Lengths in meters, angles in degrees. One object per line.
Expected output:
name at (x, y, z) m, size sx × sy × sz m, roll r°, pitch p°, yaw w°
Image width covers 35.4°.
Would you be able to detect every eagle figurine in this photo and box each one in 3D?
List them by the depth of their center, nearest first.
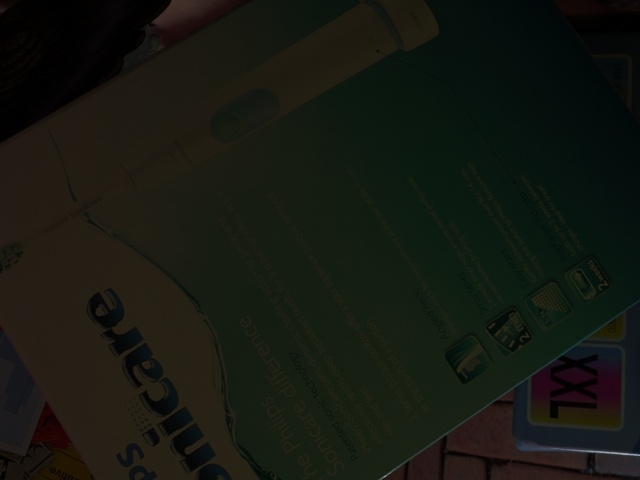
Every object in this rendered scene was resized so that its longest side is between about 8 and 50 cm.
eagle figurine at (-0.231, -0.077, 0.568) m, size 0.298 × 0.226 × 0.225 m, roll 0°, pitch 131°, yaw -15°

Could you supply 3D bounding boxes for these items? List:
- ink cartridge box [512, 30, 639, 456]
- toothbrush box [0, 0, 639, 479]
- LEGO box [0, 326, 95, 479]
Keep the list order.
ink cartridge box at (0.329, 0.009, 0.627) m, size 0.395 × 0.270 × 0.151 m, roll 1°, pitch 175°, yaw 16°
toothbrush box at (0.000, 0.000, 0.497) m, size 0.295 × 0.216 × 0.126 m, roll -33°, pitch 174°, yaw -11°
LEGO box at (-0.379, 0.124, 0.830) m, size 0.500 × 0.372 × 0.193 m, roll 28°, pitch 166°, yaw -7°
